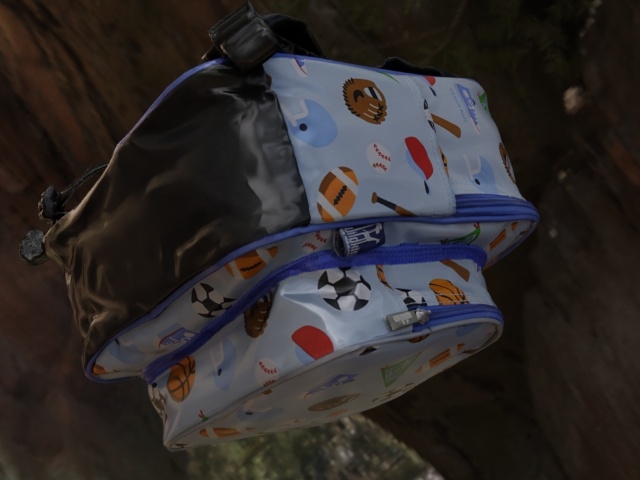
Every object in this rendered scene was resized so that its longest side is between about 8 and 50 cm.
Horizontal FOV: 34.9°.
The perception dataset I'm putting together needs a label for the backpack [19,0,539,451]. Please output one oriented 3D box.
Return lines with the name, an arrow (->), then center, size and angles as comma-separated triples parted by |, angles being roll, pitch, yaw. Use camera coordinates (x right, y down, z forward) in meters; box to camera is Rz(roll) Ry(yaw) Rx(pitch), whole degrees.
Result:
backpack -> 0.000, 0.000, 0.619 | 0.276, 0.263, 0.213 | -29, -100, 48
